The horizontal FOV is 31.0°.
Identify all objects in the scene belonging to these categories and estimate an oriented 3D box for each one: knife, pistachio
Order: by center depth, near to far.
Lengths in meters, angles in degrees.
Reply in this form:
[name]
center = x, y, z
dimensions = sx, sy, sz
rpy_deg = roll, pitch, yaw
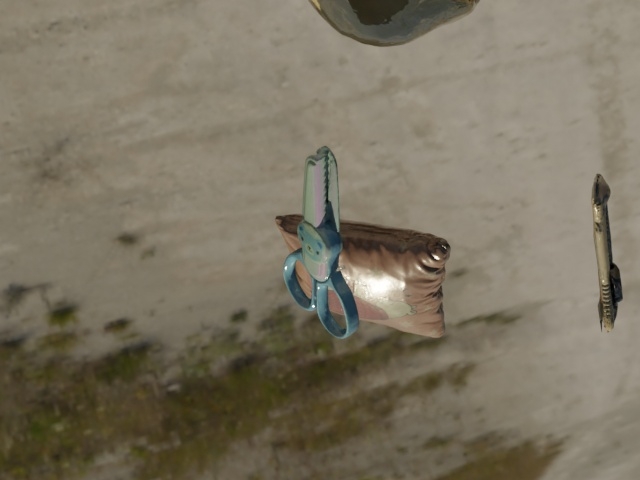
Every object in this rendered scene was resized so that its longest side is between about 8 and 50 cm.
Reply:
[pistachio]
center = 0.073, -0.362, 1.419
dimensions = 0.321, 0.238, 0.229
rpy_deg = 26, 96, -49
[knife]
center = 0.473, 0.025, 1.906
dimensions = 0.043, 0.089, 0.365
rpy_deg = -7, 139, 11

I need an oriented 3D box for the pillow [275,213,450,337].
[pillow]
center = 0.058, 0.044, 1.506
dimensions = 0.223, 0.084, 0.236
rpy_deg = 12, 150, 13

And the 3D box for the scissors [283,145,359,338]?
[scissors]
center = 0.000, 0.000, 1.316
dimensions = 0.030, 0.125, 0.256
rpy_deg = -29, 141, -27
